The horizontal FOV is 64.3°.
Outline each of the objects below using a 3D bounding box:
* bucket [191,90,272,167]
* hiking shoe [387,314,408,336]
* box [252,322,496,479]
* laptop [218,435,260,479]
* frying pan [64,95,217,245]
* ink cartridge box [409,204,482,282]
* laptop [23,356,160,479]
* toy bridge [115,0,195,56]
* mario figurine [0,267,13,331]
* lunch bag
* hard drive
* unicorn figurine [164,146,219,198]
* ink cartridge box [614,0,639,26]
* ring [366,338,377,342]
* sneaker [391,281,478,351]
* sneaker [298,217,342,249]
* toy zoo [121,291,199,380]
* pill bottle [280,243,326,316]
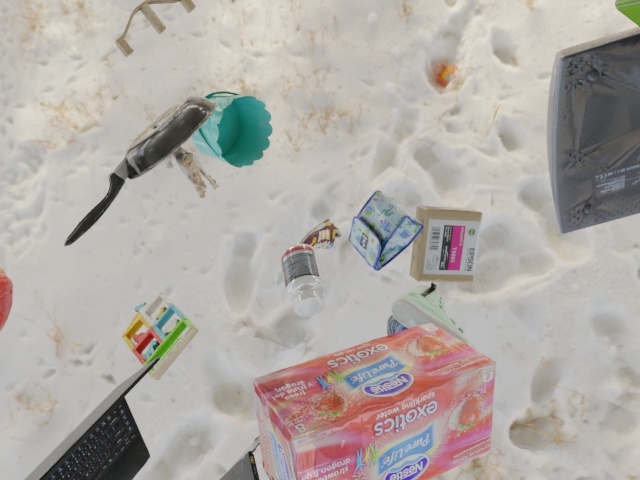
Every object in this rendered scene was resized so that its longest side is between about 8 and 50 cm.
[{"bbox_3d":[-0.339,-0.420,1.915,0.183,0.281,0.281,17,73,35],"label":"bucket"},{"bbox_3d":[0.257,0.292,1.578,0.113,0.304,0.132,20,62,6],"label":"hiking shoe"},{"bbox_3d":[0.076,0.240,0.693,0.300,0.142,0.153,-11,110,-25],"label":"box"},{"bbox_3d":[-0.174,0.755,1.584,0.237,0.382,0.407,2,51,-32],"label":"laptop"},{"bbox_3d":[-0.310,-0.141,0.868,0.326,0.053,0.197,-36,28,7],"label":"frying pan"},{"bbox_3d":[0.395,0.012,1.613,0.194,0.088,0.234,2,101,-11],"label":"ink cartridge box"},{"bbox_3d":[-0.316,0.332,0.740,0.137,0.264,0.234,4,30,25],"label":"laptop"},{"bbox_3d":[-0.343,-0.455,1.039,0.188,0.026,0.063,-45,111,-17],"label":"toy bridge"},{"bbox_3d":[-0.566,0.026,0.707,0.198,0.170,0.320,-30,87,-30],"label":"mario figurine"},{"bbox_3d":[0.142,-0.022,1.202,0.151,0.096,0.128,-54,44,15],"label":"lunch bag"},{"bbox_3d":[0.369,-0.137,0.639,0.172,0.254,0.054,-16,36,6],"label":"hard drive"},{"bbox_3d":[-0.235,-0.129,0.901,0.060,0.162,0.111,-47,110,-22],"label":"unicorn figurine"},{"bbox_3d":[0.447,-0.236,0.467,0.255,0.097,0.188,29,103,-11],"label":"ink cartridge box"},{"bbox_3d":[0.160,0.436,1.381,0.032,0.337,0.336,10,66,-34],"label":"ring"},{"bbox_3d":[0.307,0.204,1.234,0.256,0.151,0.094,42,125,14],"label":"sneaker"},{"bbox_3d":[0.000,0.000,1.658,0.084,0.069,0.185,45,51,5],"label":"sneaker"},{"bbox_3d":[-0.521,0.284,1.613,0.293,0.030,0.192,29,77,43],"label":"toy zoo"},{"bbox_3d":[-0.044,0.107,1.354,0.108,0.107,0.180,-16,47,2],"label":"pill bottle"}]
